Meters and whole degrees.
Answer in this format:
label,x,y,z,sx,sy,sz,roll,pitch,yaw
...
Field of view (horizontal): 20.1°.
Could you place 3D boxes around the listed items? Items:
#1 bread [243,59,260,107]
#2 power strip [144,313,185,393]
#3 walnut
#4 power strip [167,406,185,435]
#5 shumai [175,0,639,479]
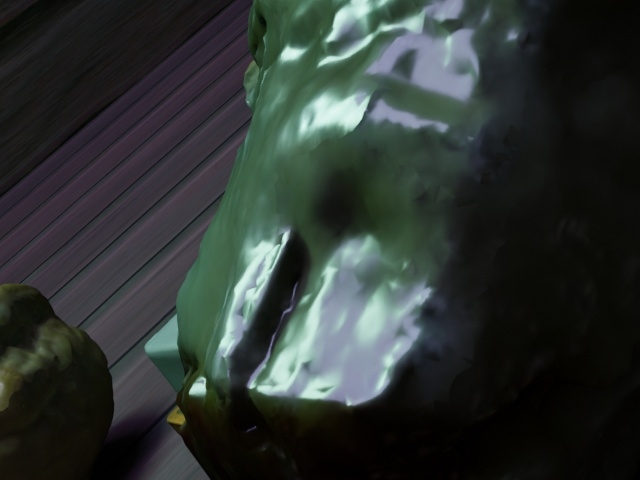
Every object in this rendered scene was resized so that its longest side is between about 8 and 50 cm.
label,x,y,z,sx,sy,sz,roll,pitch,yaw
bread,0.076,-0.131,1.396,0.176,0.195,0.246,-32,14,51
power strip,-0.014,0.060,1.256,0.091,0.062,0.385,-46,15,-23
walnut,-0.253,0.129,1.351,0.198,0.198,0.245,-31,9,23
power strip,-0.057,0.121,1.229,0.049,0.028,0.178,-41,13,-18
shumai,0.091,0.001,0.747,0.323,0.324,0.397,-59,16,-23
